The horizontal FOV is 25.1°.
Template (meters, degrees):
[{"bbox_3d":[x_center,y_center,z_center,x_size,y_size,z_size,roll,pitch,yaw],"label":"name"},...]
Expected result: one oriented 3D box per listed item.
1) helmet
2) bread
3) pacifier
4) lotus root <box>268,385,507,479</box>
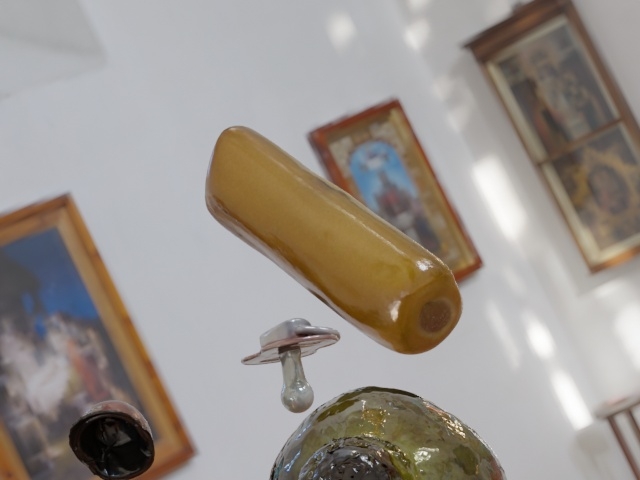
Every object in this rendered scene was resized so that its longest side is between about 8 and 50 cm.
[{"bbox_3d":[-0.177,0.159,1.219,0.065,0.084,0.049,-22,34,8],"label":"helmet"},{"bbox_3d":[0.000,0.000,1.082,0.074,0.239,0.092,-48,-33,-10],"label":"bread"},{"bbox_3d":[-0.019,0.107,1.221,0.081,0.078,0.099,-3,-16,-26],"label":"pacifier"},{"bbox_3d":[0.043,0.181,0.839,0.173,0.173,0.309,-25,-23,-10],"label":"lotus root"}]
